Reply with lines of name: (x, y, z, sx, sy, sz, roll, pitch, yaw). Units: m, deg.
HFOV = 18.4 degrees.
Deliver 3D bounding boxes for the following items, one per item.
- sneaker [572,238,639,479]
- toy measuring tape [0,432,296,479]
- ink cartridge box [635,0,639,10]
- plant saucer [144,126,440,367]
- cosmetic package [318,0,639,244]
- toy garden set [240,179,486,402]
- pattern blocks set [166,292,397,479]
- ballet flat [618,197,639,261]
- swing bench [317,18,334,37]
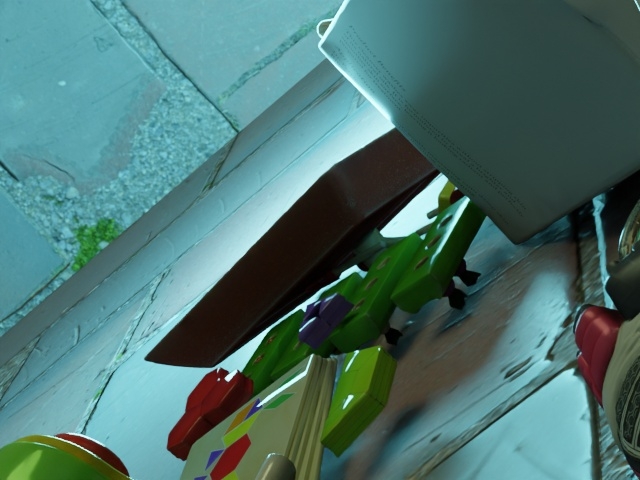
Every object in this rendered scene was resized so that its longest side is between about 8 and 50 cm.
sneaker: (0.245, 0.007, 0.754, 0.299, 0.121, 0.112, -39, 40, 15)
toy measuring tape: (-0.148, 0.170, 1.302, 0.330, 0.121, 0.121, -28, 17, 50)
ink cartridge box: (0.247, -0.153, 0.909, 0.201, 0.117, 0.278, -37, 54, 26)
plant saucer: (0.000, 0.000, 1.649, 0.258, 0.048, 0.259, -45, -5, 31)
cosmetic package: (0.148, -0.147, 1.246, 0.156, 0.217, 0.385, -45, 1, -15)
toy garden set: (0.050, 0.037, 1.503, 0.244, 0.049, 0.204, -35, 14, 39)
pattern blocks set: (-0.051, 0.160, 1.323, 0.285, 0.026, 0.325, -35, 21, 39)
ballet flat: (0.214, -0.022, 1.076, 0.188, 0.070, 0.070, -37, 6, -31)
swing bench: (0.176, -0.252, 1.908, 0.255, 0.165, 0.253, -24, 19, 45)
